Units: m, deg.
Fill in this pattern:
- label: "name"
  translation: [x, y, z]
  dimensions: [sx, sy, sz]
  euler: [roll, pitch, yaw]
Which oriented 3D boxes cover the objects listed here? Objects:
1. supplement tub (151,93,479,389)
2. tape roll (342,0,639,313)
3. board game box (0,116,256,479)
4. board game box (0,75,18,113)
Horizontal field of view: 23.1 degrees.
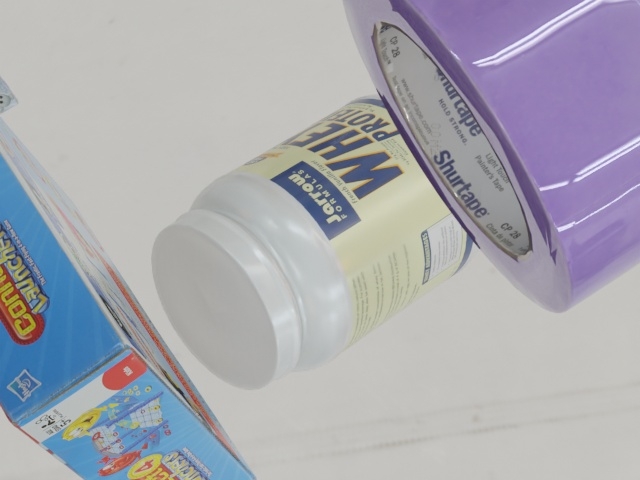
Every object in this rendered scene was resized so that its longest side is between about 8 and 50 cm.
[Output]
- label: "supplement tub"
  translation: [0.000, 0.000, 1.728]
  dimensions: [0.325, 0.235, 0.235]
  euler: [-33, 102, -34]
- label: "tape roll"
  translation: [0.092, -0.066, 0.723]
  dimensions: [0.080, 0.189, 0.189]
  euler: [-32, 101, -7]
- label: "board game box"
  translation: [-0.194, 0.041, 1.125]
  dimensions: [0.086, 0.302, 0.308]
  euler: [-35, 62, -4]
- label: "board game box"
  translation: [-0.425, -0.178, 1.877]
  dimensions: [0.090, 0.020, 0.090]
  euler: [-32, 124, 0]
